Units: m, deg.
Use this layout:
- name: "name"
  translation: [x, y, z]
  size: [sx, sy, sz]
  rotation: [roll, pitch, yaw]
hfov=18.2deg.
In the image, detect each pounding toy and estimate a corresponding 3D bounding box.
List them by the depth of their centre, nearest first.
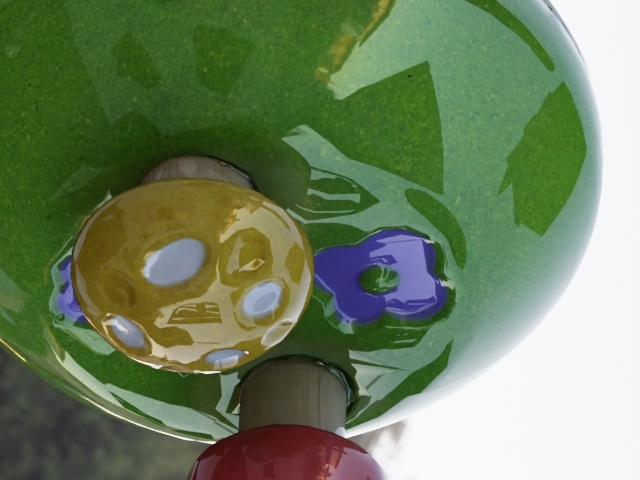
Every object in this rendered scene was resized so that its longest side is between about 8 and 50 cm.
- name: "pounding toy"
  translation: [0.000, 0.000, 0.478]
  size: [0.237, 0.183, 0.110]
  rotation: [-39, -147, 33]
